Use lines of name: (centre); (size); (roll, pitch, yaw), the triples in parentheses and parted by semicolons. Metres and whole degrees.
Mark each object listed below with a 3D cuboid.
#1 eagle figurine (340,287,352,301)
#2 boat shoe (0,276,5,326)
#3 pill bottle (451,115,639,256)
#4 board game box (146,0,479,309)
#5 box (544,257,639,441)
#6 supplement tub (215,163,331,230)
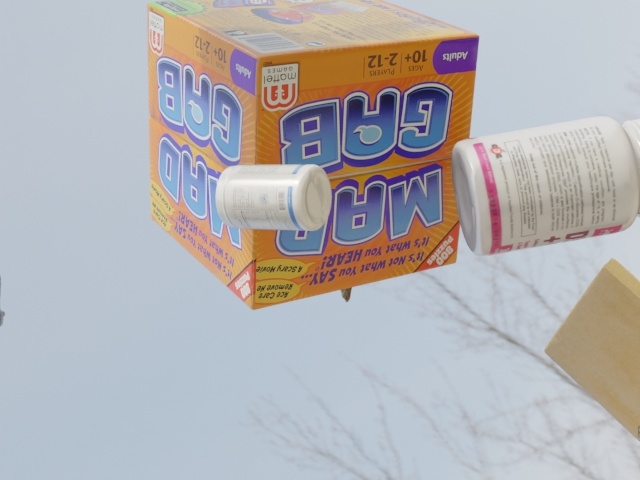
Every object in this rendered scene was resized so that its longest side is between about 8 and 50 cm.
eagle figurine: (-0.008, 0.008, 2.315); (0.225, 0.226, 0.298); (-53, -44, -5)
boat shoe: (-0.448, 0.090, 1.251); (0.132, 0.355, 0.130); (-13, -98, -33)
pill bottle: (0.330, -0.078, 1.498); (0.282, 0.160, 0.160); (-10, -49, -2)
board game box: (-0.025, -0.159, 1.668); (0.356, 0.356, 0.357); (-12, -63, -29)
box: (0.321, 0.131, 1.075); (0.021, 0.201, 0.164); (-33, -22, -31)
supplement tub: (-0.049, -0.046, 1.180); (0.071, 0.107, 0.071); (-8, -81, -60)
